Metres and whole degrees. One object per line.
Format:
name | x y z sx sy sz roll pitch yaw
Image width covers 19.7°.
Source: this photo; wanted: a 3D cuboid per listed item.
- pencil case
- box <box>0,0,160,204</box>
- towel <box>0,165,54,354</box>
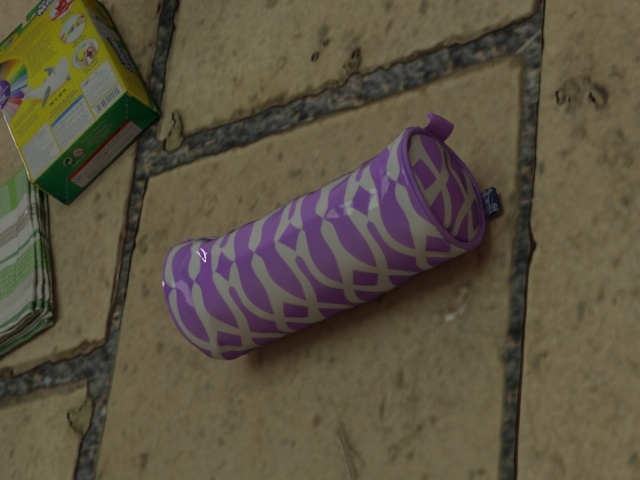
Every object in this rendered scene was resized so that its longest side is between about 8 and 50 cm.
pencil case | 0.000 0.000 1.107 0.206 0.086 0.088 -26 61 27
box | -0.194 -0.120 1.396 0.105 0.043 0.179 -42 46 13
towel | -0.246 0.024 1.361 0.113 0.023 0.152 -31 46 22
